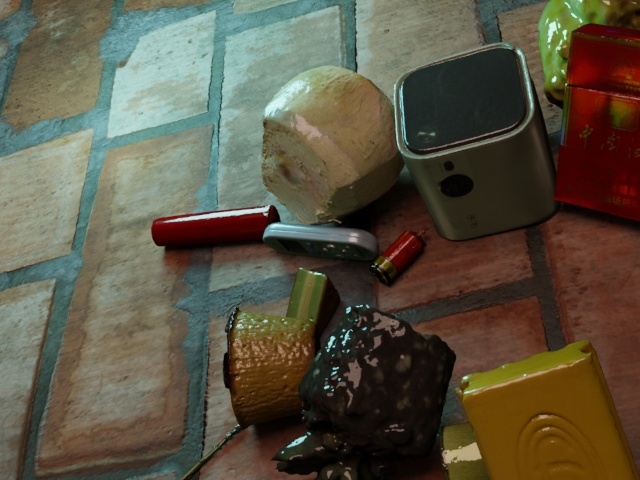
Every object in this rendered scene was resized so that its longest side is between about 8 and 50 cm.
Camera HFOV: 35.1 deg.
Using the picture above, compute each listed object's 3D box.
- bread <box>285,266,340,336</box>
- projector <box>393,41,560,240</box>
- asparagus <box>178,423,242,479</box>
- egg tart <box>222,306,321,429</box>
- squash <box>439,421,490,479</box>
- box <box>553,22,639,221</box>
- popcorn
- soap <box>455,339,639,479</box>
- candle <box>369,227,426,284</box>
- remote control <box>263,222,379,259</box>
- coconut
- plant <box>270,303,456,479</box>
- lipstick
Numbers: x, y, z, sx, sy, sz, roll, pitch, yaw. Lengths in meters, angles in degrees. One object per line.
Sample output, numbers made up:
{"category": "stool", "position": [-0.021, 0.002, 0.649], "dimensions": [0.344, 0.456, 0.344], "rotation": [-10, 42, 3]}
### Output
{"category": "bread", "position": [-0.032, 0.134, 1.872], "dimensions": [0.074, 0.084, 0.139], "rotation": [15, 62, 33]}
{"category": "projector", "position": [0.291, -0.179, 1.867], "dimensions": [0.248, 0.249, 0.248], "rotation": [-14, 49, 16]}
{"category": "asparagus", "position": [-0.195, 0.379, 1.795], "dimensions": [0.166, 0.013, 0.016], "rotation": [-42, 6, -12]}
{"category": "egg tart", "position": [-0.085, 0.219, 1.760], "dimensions": [0.171, 0.215, 0.215], "rotation": [-5, 50, 3]}
{"category": "squash", "position": [0.314, 0.320, 1.525], "dimensions": [0.247, 0.132, 0.132], "rotation": [-15, 48, 14]}
{"category": "box", "position": [0.519, -0.200, 1.732], "dimensions": [0.197, 0.313, 0.089], "rotation": [18, 31, 34]}
{"category": "popcorn", "position": [0.549, -0.365, 1.889], "dimensions": [0.312, 0.312, 0.312], "rotation": [-13, 49, 15]}
{"category": "soap", "position": [0.333, 0.322, 1.405], "dimensions": [0.204, 0.324, 0.096], "rotation": [-20, 4, 14]}
{"category": "candle", "position": [0.152, 0.022, 1.901], "dimensions": [0.130, 0.052, 0.052], "rotation": [-45, 49, -15]}
{"category": "remote control", "position": [0.000, 0.000, 1.963], "dimensions": [0.244, 0.087, 0.047], "rotation": [5, 70, 27]}
{"category": "coconut", "position": [0.030, -0.193, 1.968], "dimensions": [0.297, 0.297, 0.254], "rotation": [25, 49, 38]}
{"category": "plant", "position": [0.068, 0.274, 1.594], "dimensions": [0.312, 0.215, 0.213], "rotation": [-61, 12, -16]}
{"category": "lipstick", "position": [-0.217, -0.028, 2.101], "dimensions": [0.279, 0.073, 0.073], "rotation": [-4, 52, 22]}
